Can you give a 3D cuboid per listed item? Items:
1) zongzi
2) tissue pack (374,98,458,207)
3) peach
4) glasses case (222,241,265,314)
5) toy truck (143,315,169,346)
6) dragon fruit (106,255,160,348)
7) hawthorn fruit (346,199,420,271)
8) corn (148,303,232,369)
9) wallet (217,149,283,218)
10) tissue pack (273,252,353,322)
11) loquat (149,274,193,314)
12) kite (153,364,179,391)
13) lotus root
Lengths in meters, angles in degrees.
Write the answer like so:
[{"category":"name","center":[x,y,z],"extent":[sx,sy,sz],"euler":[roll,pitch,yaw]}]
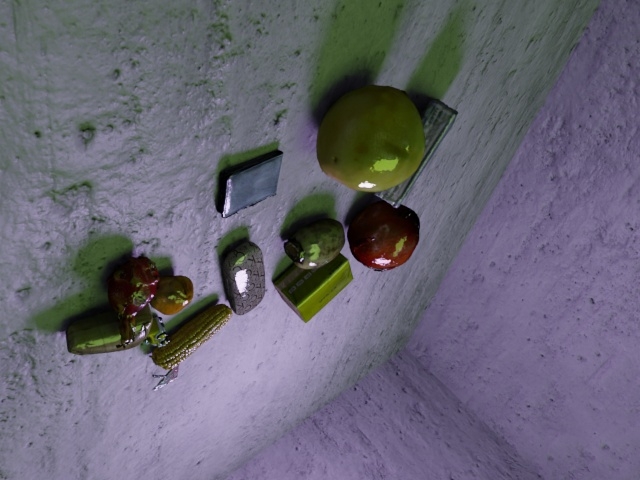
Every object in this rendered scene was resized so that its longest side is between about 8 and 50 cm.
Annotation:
[{"category":"zongzi","center":[-0.604,0.273,1.590],"extent":[0.228,0.115,0.256],"euler":[-14,164,-30]},{"category":"tissue pack","center":[0.355,-0.332,2.088],"extent":[0.394,0.124,0.288],"euler":[-58,175,19]},{"category":"peach","center":[0.147,-0.308,1.699],"extent":[0.314,0.281,0.316],"euler":[6,98,-18]},{"category":"glasses case","center":[-0.258,0.137,1.915],"extent":[0.137,0.085,0.355],"euler":[-33,151,-25]},{"category":"toy truck","center":[-0.520,0.293,1.753],"extent":[0.077,0.076,0.111],"euler":[-17,147,-19]},{"category":"dragon fruit","center":[-0.500,0.162,1.474],"extent":[0.125,0.125,0.246],"euler":[11,84,-64]},{"category":"hawthorn fruit","center":[0.263,-0.024,2.281],"extent":[0.316,0.316,0.316],"euler":[-36,152,-23]},{"category":"corn","center":[-0.428,0.317,1.894],"extent":[0.313,0.102,0.102],"euler":[-40,153,-21]},{"category":"wallet","center":[-0.205,-0.166,1.635],"extent":[0.222,0.036,0.167],"euler":[-30,149,-36]},{"category":"tissue pack","center":[-0.022,0.162,2.222],"extent":[0.274,0.167,0.200],"euler":[-43,154,-12]},{"category":"loquat","center":[-0.441,0.154,1.641],"extent":[0.137,0.113,0.137],"euler":[-16,153,-8]},{"category":"kite","center":[-0.562,0.496,2.039],"extent":[0.139,0.011,0.156],"euler":[-52,156,1]},{"category":"lotus root","center":[0.000,0.000,2.064],"extent":[0.309,0.173,0.173],"euler":[-28,149,-50]}]
